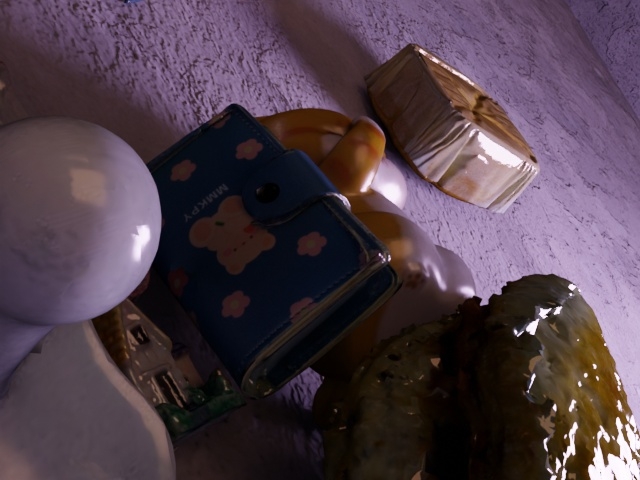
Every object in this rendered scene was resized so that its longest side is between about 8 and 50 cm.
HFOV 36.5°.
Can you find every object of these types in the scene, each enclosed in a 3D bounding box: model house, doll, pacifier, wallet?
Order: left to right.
[{"bbox_3d":[-0.162,0.033,0.427,0.244,0.233,0.299,-4,59,-54],"label":"pacifier"},{"bbox_3d":[-0.112,0.084,0.597,0.100,0.088,0.101,58,25,10],"label":"model house"},{"bbox_3d":[-0.050,-0.003,0.683,0.202,0.141,0.059,47,-10,38],"label":"wallet"},{"bbox_3d":[0.017,-0.002,0.803,0.167,0.162,0.269,40,24,-48],"label":"doll"}]

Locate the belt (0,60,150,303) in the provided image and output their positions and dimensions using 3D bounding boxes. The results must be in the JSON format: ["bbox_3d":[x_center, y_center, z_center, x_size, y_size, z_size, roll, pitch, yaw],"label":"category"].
[{"bbox_3d":[-0.200,-0.044,0.657,0.232,0.053,0.071,52,35,2],"label":"belt"}]

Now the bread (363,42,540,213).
[{"bbox_3d":[0.167,-0.142,1.258,0.210,0.110,0.192,21,34,-44],"label":"bread"}]

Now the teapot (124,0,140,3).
[{"bbox_3d":[-0.191,-0.267,0.936,0.063,0.049,0.083,55,28,8],"label":"teapot"}]

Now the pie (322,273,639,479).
[{"bbox_3d":[0.160,0.227,0.714,0.418,0.181,0.395,23,58,-58],"label":"pie"}]
